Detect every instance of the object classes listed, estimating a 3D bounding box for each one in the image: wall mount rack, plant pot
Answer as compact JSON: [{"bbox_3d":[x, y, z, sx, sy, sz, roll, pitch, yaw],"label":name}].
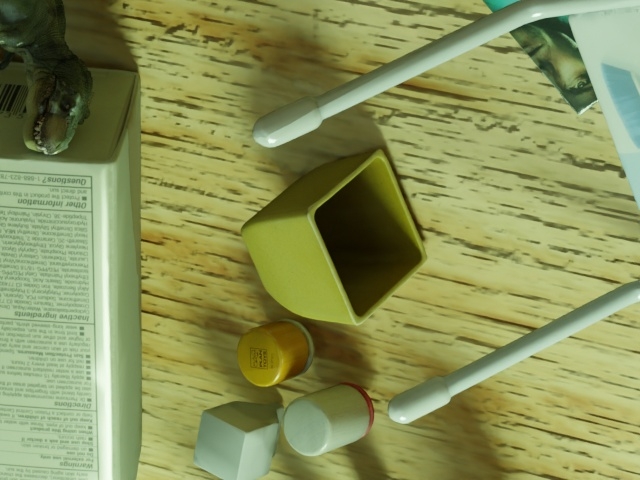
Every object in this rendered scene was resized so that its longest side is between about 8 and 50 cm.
[{"bbox_3d":[0.152,-0.024,1.055,0.304,0.130,0.350,-5,125,32],"label":"wall mount rack"},{"bbox_3d":[0.000,0.000,1.213,0.083,0.081,0.081,-5,117,42],"label":"plant pot"}]

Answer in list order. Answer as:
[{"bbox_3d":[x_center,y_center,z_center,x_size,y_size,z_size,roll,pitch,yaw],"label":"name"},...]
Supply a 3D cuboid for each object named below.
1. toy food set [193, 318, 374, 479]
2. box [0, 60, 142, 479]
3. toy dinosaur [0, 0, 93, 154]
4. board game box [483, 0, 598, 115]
[{"bbox_3d":[-0.013,0.165,1.331,0.111,0.104,0.232,21,110,32],"label":"toy food set"},{"bbox_3d":[-0.194,0.047,1.293,0.148,0.121,0.311,5,123,1],"label":"box"},{"bbox_3d":[-0.218,-0.170,1.195,0.118,0.064,0.268,-19,87,18],"label":"toy dinosaur"},{"bbox_3d":[0.169,-0.163,1.051,0.126,0.026,0.186,49,129,-6],"label":"board game box"}]
